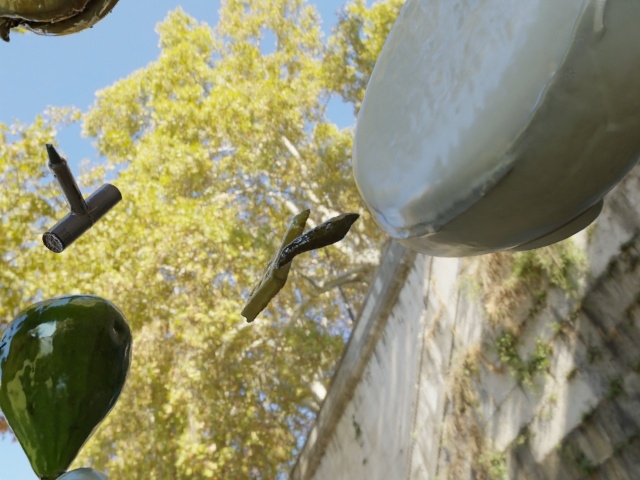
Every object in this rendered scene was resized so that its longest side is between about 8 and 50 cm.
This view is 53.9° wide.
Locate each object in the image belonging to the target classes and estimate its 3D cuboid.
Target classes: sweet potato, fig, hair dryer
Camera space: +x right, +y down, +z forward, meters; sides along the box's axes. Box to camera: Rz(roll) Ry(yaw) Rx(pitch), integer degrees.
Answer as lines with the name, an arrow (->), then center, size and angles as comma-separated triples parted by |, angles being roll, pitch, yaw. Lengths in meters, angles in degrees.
sweet potato -> -0.001, -0.003, 0.931 | 0.153, 0.038, 0.041 | -31, -34, -18
fig -> -0.460, 0.241, 1.078 | 0.233, 0.314, 0.233 | 10, -45, 10
hair dryer -> -0.485, -0.116, 1.244 | 0.054, 0.195, 0.220 | 14, -51, 17

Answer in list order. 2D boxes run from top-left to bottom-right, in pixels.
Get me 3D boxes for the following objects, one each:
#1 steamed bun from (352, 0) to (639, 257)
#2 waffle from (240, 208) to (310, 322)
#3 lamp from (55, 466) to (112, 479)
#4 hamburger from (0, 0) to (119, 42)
steamed bun -> 0.118, -0.086, 0.378 | 0.131, 0.177, 0.228 | 12, -51, -28
waffle -> -0.072, 0.037, 1.056 | 0.032, 0.191, 0.125 | 30, -52, -9
lamp -> -0.293, 0.371, 0.836 | 0.193, 0.106, 0.106 | 8, -23, 37
hamburger -> -0.241, -0.250, 0.552 | 0.147, 0.138, 0.083 | -26, -8, 5
